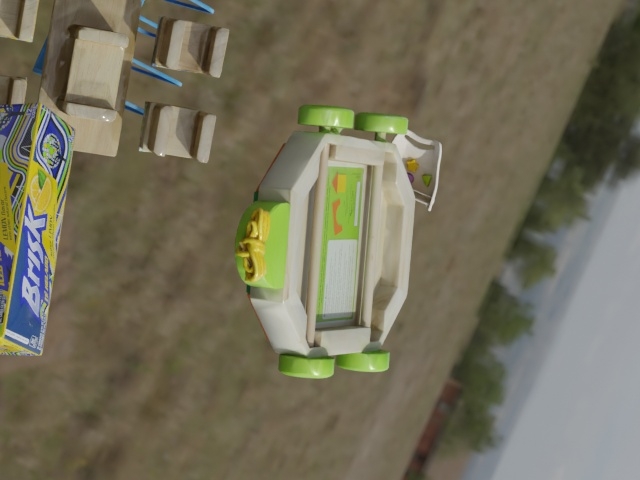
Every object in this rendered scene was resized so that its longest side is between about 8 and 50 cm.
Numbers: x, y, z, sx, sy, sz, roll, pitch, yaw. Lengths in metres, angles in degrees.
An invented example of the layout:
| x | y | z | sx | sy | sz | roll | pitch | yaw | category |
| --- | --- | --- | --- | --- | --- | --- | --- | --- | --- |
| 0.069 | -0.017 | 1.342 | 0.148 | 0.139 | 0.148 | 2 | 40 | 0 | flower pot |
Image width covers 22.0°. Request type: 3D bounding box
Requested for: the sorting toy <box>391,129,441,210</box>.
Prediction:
| x | y | z | sx | sy | sz | roll | pitch | yaw | category |
| --- | --- | --- | --- | --- | --- | --- | --- | --- | --- |
| 0.104 | -0.086 | 1.878 | 0.045 | 0.083 | 0.075 | -37 | 148 | -67 | sorting toy |

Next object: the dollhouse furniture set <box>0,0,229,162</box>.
| x | y | z | sx | sy | sz | roll | pitch | yaw | category |
| --- | --- | --- | --- | --- | --- | --- | --- | --- | --- |
| -0.200 | -0.200 | 1.436 | 0.161 | 0.212 | 0.242 | -152 | -109 | -70 | dollhouse furniture set |

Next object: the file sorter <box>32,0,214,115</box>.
| x | y | z | sx | sy | sz | roll | pitch | yaw | category |
| --- | --- | --- | --- | --- | --- | --- | --- | --- | --- |
| -0.181 | -0.215 | 1.620 | 0.104 | 0.118 | 0.170 | 24 | 89 | -42 | file sorter |

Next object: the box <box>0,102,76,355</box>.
| x | y | z | sx | sy | sz | roll | pitch | yaw | category |
| --- | --- | --- | --- | --- | --- | --- | --- | --- | --- |
| -0.217 | -0.007 | 1.140 | 0.054 | 0.059 | 0.169 | 39 | 54 | -63 | box |

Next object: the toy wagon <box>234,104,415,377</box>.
| x | y | z | sx | sy | sz | roll | pitch | yaw | category |
| --- | --- | --- | --- | --- | --- | --- | --- | --- | --- |
| 0.000 | 0.000 | 1.636 | 0.344 | 0.068 | 0.267 | 1 | 94 | -60 | toy wagon |
